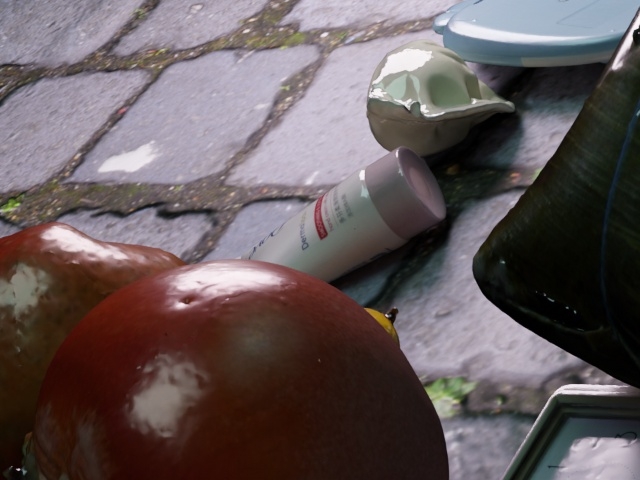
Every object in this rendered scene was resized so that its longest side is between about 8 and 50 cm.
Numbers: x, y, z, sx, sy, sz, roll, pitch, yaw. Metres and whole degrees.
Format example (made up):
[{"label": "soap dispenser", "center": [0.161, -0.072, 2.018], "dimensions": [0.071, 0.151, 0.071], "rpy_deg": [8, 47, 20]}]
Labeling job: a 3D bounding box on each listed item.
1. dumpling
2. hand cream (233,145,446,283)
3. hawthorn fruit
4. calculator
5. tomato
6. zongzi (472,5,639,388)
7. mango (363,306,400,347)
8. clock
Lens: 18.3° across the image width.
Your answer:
[{"label": "dumpling", "center": [0.123, -0.143, 2.010], "dimensions": [0.155, 0.111, 0.181], "rpy_deg": [11, 43, 20]}, {"label": "hand cream", "center": [0.000, 0.000, 1.926], "dimensions": [0.248, 0.083, 0.133], "rpy_deg": [-31, 24, 20]}, {"label": "hawthorn fruit", "center": [-0.218, 0.144, 1.721], "dimensions": [0.277, 0.277, 0.298], "rpy_deg": [-22, 48, 16]}, {"label": "calculator", "center": [0.236, -0.227, 2.053], "dimensions": [0.188, 0.042, 0.303], "rpy_deg": [-32, 31, -35]}, {"label": "tomato", "center": [-0.056, 0.169, 1.447], "dimensions": [0.321, 0.321, 0.321], "rpy_deg": [-23, 28, 14]}, {"label": "zongzi", "center": [0.327, -0.042, 1.278], "dimensions": [0.403, 0.208, 0.432], "rpy_deg": [-62, 29, 11]}, {"label": "mango", "center": [-0.005, 0.119, 1.742], "dimensions": [0.187, 0.066, 0.101], "rpy_deg": [-36, 26, 7]}, {"label": "clock", "center": [0.196, 0.192, 1.411], "dimensions": [0.147, 0.071, 0.192], "rpy_deg": [-2, 40, 43]}]
